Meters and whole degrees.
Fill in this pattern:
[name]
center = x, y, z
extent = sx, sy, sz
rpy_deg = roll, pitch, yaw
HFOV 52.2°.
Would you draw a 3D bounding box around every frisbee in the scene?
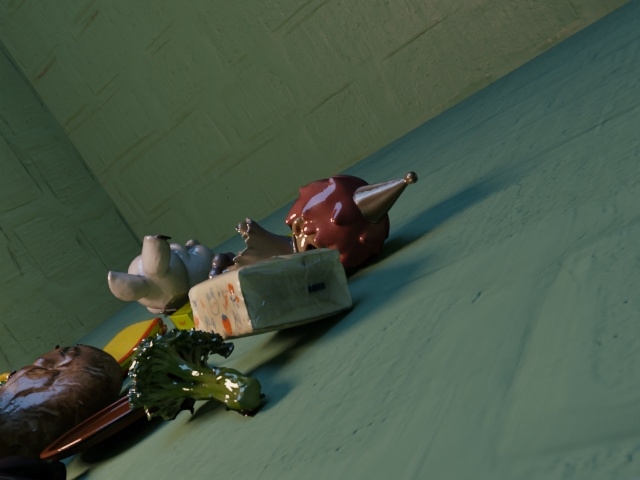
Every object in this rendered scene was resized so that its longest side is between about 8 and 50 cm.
[frisbee]
center = -0.286, 0.247, 0.954
extent = 0.250, 0.021, 0.251
rpy_deg = -30, 2, 1

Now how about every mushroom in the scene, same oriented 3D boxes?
[mushroom]
center = -0.442, 0.289, 1.122
extent = 0.151, 0.156, 0.286
rpy_deg = 5, 33, 32

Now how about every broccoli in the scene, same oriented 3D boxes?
[broccoli]
center = -0.136, 0.158, 0.745
extent = 0.204, 0.122, 0.118
rpy_deg = -1, 73, 46

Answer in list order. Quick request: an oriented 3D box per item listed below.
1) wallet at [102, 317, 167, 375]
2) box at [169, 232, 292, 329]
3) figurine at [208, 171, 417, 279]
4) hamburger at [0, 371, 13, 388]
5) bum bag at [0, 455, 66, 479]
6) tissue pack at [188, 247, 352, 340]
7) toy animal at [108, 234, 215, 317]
[wallet]
center = -0.442, 0.265, 1.447
extent = 0.141, 0.067, 0.241
rpy_deg = -24, 16, 28
[box]
center = -0.187, 0.092, 1.516
extent = 0.335, 0.047, 0.187
rpy_deg = -38, 10, -25
[figurine]
center = 0.000, 0.000, 1.009
extent = 0.386, 0.166, 0.207
rpy_deg = -23, -33, 30
[hamburger]
center = -0.566, 0.324, 1.215
extent = 0.162, 0.162, 0.115
rpy_deg = -27, 13, 37
[bum bag]
center = -0.380, 0.316, 0.707
extent = 0.143, 0.095, 0.340
rpy_deg = -4, 3, -10
[tissue pack]
center = -0.072, 0.074, 0.857
extent = 0.148, 0.092, 0.196
rpy_deg = -11, -6, -31
[toy animal]
center = -0.359, 0.084, 1.566
extent = 0.208, 0.154, 0.325
rpy_deg = -46, -16, -2
